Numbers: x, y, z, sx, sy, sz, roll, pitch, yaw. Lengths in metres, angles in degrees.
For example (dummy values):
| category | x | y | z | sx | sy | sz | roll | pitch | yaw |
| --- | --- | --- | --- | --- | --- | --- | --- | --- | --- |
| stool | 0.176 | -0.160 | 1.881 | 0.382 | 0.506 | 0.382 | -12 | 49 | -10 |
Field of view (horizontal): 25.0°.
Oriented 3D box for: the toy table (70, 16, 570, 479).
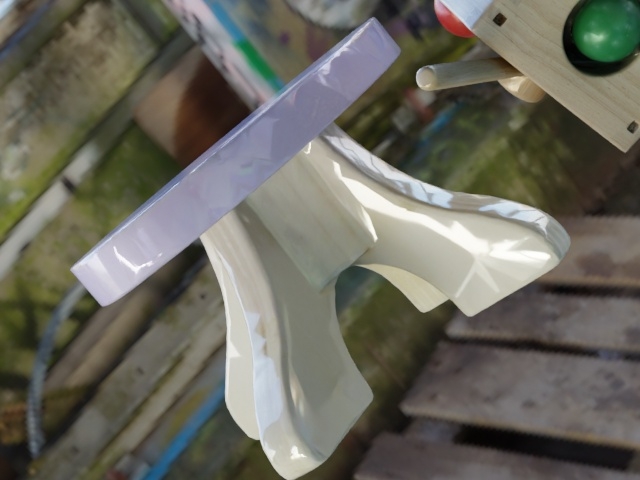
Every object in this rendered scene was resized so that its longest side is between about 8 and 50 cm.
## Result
| category | x | y | z | sx | sy | sz | roll | pitch | yaw |
| --- | --- | --- | --- | --- | --- | --- | --- | --- | --- |
| toy table | 0.000 | 0.000 | 0.814 | 0.252 | 0.161 | 0.274 | -32 | 9 | 49 |

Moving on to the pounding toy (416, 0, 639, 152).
| category | x | y | z | sx | sy | sz | roll | pitch | yaw |
| --- | --- | --- | --- | --- | --- | --- | --- | --- | --- |
| pounding toy | 0.102 | -0.105 | 0.689 | 0.100 | 0.130 | 0.141 | -50 | 29 | 13 |
